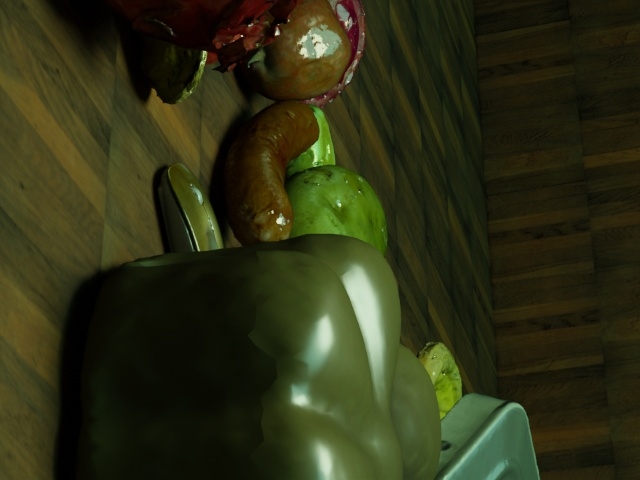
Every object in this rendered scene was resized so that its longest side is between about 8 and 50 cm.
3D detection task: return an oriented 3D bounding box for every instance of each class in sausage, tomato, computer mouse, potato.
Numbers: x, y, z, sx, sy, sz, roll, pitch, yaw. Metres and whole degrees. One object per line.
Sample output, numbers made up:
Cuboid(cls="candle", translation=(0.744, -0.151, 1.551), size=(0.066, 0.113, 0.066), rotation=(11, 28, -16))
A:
Cuboid(cls="sausage", translation=(-0.065, -0.087, 2.022), size=(0.076, 0.102, 0.302), rotation=(-54, -170, 30))
Cuboid(cls="tomato", translation=(-0.022, -0.275, 2.324), size=(0.189, 0.099, 0.173), rotation=(-37, 138, -42))
Cuboid(cls="computer mouse", translation=(-0.131, 0.014, 1.800), size=(0.102, 0.044, 0.199), rotation=(-47, 128, -76))
Cuboid(cls="potato", translation=(0.000, 0.000, 2.133), size=(0.186, 0.148, 0.253), rotation=(71, 19, 2))

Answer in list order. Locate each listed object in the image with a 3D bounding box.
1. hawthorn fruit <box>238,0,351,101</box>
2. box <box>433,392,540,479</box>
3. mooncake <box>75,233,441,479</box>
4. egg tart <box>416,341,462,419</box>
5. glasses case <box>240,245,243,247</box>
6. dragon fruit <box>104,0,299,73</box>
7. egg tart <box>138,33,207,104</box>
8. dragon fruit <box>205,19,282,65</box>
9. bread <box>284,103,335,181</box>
Cuboid(cls="hawthorn fruit", translation=(-0.055, -0.249, 2.142), size=(0.189, 0.149, 0.149), rotation=(-5, 85, -35))
Cuboid(cls="box", translation=(0.171, 0.457, 2.260), size=(0.396, 0.111, 0.397), rotation=(-45, 134, -36))
Cuboid(cls="mooncake", translation=(-0.043, 0.220, 1.582), size=(0.467, 0.262, 0.467), rotation=(-8, 90, -74))
Cuboid(cls="egg tart", translation=(0.123, 0.320, 2.421), size=(0.345, 0.132, 0.345), rotation=(1, 90, -75))
Cuboid(cls="glasses case", translation=(-0.081, 0.079, 1.965), size=(0.063, 0.041, 0.164), rotation=(63, 22, -51))
Cuboid(cls="dragon fruit", translation=(-0.107, -0.327, 1.591), size=(0.301, 0.295, 0.296), rotation=(41, 37, -36))
Cuboid(cls="egg tart", translation=(-0.155, -0.208, 1.751), size=(0.052, 0.130, 0.130), rotation=(11, 67, -28))
Cuboid(cls="dragon fruit", translation=(-0.112, -0.233, 1.862), size=(0.097, 0.131, 0.063), rotation=(-71, 145, -76))
Cuboid(cls="bread", translation=(-0.021, -0.113, 2.265), size=(0.130, 0.071, 0.139), rotation=(-54, 136, -67))
